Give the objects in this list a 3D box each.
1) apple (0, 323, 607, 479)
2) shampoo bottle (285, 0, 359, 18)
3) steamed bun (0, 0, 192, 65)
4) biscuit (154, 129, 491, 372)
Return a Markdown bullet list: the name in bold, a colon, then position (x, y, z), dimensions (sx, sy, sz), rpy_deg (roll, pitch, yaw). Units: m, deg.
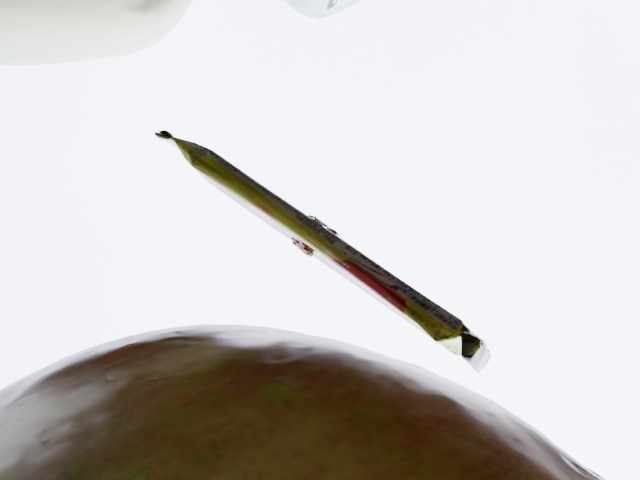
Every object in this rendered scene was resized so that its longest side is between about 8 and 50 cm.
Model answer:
- **apple**: position (-0.022, 0.199, 0.500), dimensions (0.340, 0.339, 0.339), rpy_deg (-4, -108, 13)
- **shampoo bottle**: position (0.014, -0.131, 0.645), dimensions (0.072, 0.099, 0.043), rpy_deg (-42, -97, -9)
- **steamed bun**: position (-0.279, -0.277, 1.235), dimensions (0.456, 0.371, 0.290), rpy_deg (-129, -132, -57)
- **biscuit**: position (0.000, 0.000, 1.111), dimensions (0.292, 0.048, 0.026), rpy_deg (35, -97, 29)
